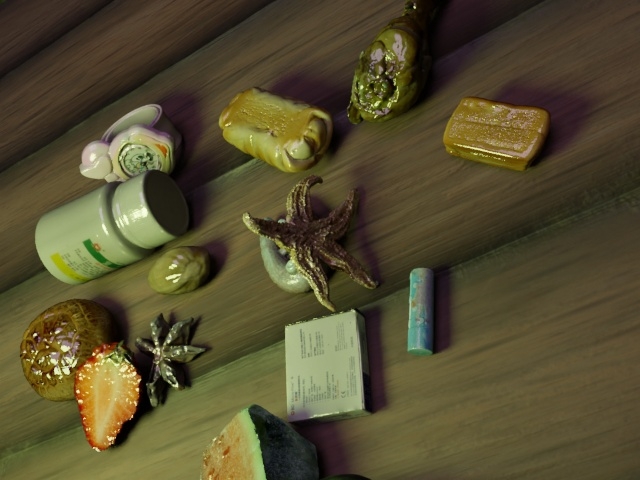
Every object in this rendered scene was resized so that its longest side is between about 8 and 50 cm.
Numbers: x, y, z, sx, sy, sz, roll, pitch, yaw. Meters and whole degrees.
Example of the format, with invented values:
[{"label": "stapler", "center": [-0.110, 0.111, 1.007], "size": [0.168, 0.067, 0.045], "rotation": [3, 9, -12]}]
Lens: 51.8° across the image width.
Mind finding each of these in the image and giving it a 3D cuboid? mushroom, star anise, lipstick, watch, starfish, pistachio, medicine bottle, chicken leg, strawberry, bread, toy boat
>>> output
[{"label": "mushroom", "center": [-0.603, 0.263, 1.587], "size": [0.253, 0.153, 0.253], "rotation": [-8, 65, 17]}, {"label": "star anise", "center": [-0.345, 0.247, 1.483], "size": [0.172, 0.063, 0.208], "rotation": [-35, 53, 11]}, {"label": "lipstick", "center": [0.187, 0.131, 1.223], "size": [0.048, 0.048, 0.158], "rotation": [-9, 62, 28]}, {"label": "watch", "center": [-0.495, -0.242, 1.775], "size": [0.248, 0.211, 0.217], "rotation": [-27, 36, 8]}, {"label": "starfish", "center": [-0.002, 0.003, 1.335], "size": [0.302, 0.299, 0.060], "rotation": [62, 141, 19]}, {"label": "pistachio", "center": [-0.336, 0.071, 1.546], "size": [0.185, 0.108, 0.126], "rotation": [-25, 32, 28]}, {"label": "medicine bottle", "center": [0.009, 0.245, 1.272], "size": [0.171, 0.052, 0.201], "rotation": [-18, 59, 23]}, {"label": "chicken leg", "center": [0.190, -0.449, 1.467], "size": [0.153, 0.201, 0.429], "rotation": [19, 69, 8]}, {"label": "strawberry", "center": [-0.464, 0.335, 1.486], "size": [0.175, 0.107, 0.236], "rotation": [40, 107, 11]}, {"label": "bread", "center": [-0.106, -0.264, 1.563], "size": [0.311, 0.121, 0.173], "rotation": [30, 80, 38]}, {"label": "bread", "center": [0.344, -0.207, 1.284], "size": [0.200, 0.077, 0.116], "rotation": [20, 76, 35]}, {"label": "toy boat", "center": [-0.064, 0.011, 1.418], "size": [0.155, 0.085, 0.227], "rotation": [-31, 54, 14]}, {"label": "medicine bottle", "center": [-0.513, -0.035, 1.640], "size": [0.340, 0.208, 0.208], "rotation": [-20, 57, 21]}]

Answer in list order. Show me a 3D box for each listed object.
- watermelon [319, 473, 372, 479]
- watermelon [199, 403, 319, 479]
[{"label": "watermelon", "center": [0.038, 0.475, 1.038], "size": [0.212, 0.212, 0.212], "rotation": [-14, 59, 25]}, {"label": "watermelon", "center": [-0.133, 0.430, 1.224], "size": [0.257, 0.140, 0.193], "rotation": [-34, 50, 38]}]
